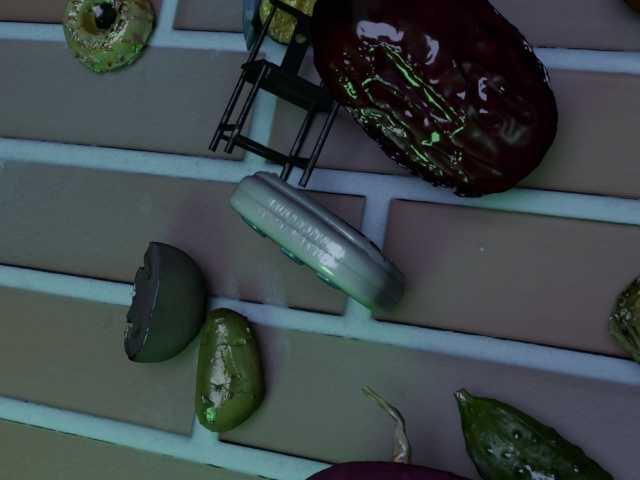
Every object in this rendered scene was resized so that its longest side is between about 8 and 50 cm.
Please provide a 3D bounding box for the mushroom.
[{"bbox_3d":[-0.237,0.104,1.433,0.117,0.141,0.188,17,89,-14],"label":"mushroom"}]

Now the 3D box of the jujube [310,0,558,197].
[{"bbox_3d":[0.156,-0.234,1.288,0.258,0.258,0.376,-45,100,5],"label":"jujube"}]

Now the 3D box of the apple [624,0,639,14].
[{"bbox_3d":[0.489,-0.398,1.267,0.181,0.181,0.168,36,92,21],"label":"apple"}]

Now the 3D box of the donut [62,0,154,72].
[{"bbox_3d":[-0.374,-0.381,1.598,0.174,0.068,0.175,-4,77,18],"label":"donut"}]

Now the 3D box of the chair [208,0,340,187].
[{"bbox_3d":[-0.047,-0.229,1.400,0.154,0.141,0.260,23,90,-20],"label":"chair"}]

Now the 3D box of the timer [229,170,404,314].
[{"bbox_3d":[0.000,0.000,1.309,0.262,0.237,0.087,36,90,21],"label":"timer"}]

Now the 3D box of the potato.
[{"bbox_3d":[-0.141,0.195,1.398,0.105,0.085,0.188,1,77,-22],"label":"potato"}]

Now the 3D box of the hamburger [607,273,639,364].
[{"bbox_3d":[0.495,0.117,1.202,0.183,0.130,0.206,-38,52,6],"label":"hamburger"}]

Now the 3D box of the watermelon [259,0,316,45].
[{"bbox_3d":[-0.052,-0.363,1.488,0.105,0.062,0.106,0,89,-18],"label":"watermelon"}]

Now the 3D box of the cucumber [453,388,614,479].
[{"bbox_3d":[0.267,0.291,1.228,0.134,0.134,0.244,-46,66,5],"label":"cucumber"}]

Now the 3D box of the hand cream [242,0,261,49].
[{"bbox_3d":[-0.103,-0.447,1.524,0.055,0.088,0.256,7,78,-11],"label":"hand cream"}]

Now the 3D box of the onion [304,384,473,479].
[{"bbox_3d":[0.111,0.386,1.137,0.358,0.358,0.345,17,84,20],"label":"onion"}]
